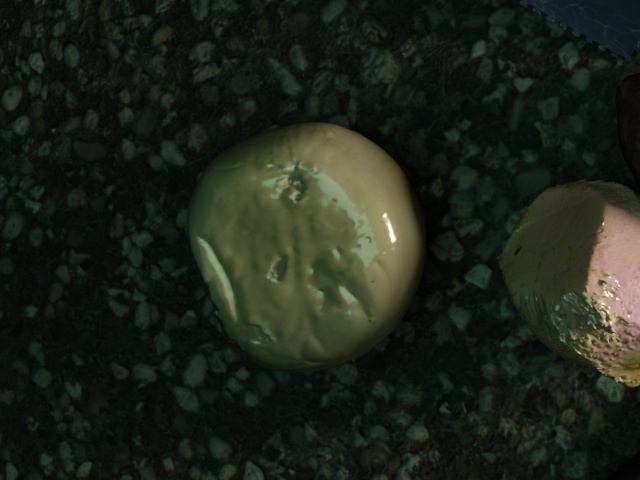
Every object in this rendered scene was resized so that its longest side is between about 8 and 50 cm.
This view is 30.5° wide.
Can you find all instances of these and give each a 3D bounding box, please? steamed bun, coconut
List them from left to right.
[{"bbox_3d":[0.000,0.000,1.628,0.312,0.233,0.333,-11,99,23],"label":"steamed bun"},{"bbox_3d":[0.365,0.064,1.469,0.233,0.245,0.233,-33,39,32],"label":"coconut"}]

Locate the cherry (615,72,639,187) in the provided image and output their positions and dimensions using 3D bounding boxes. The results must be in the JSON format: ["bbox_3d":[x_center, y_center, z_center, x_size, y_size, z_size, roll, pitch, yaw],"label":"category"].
[{"bbox_3d":[0.481,-0.117,1.403,0.300,0.230,0.203,36,153,36],"label":"cherry"}]

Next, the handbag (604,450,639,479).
[{"bbox_3d":[0.500,0.356,1.511,0.244,0.088,0.275,45,107,12],"label":"handbag"}]

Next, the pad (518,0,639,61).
[{"bbox_3d":[0.353,-0.395,1.477,0.270,0.012,0.269,24,108,-13],"label":"pad"}]
